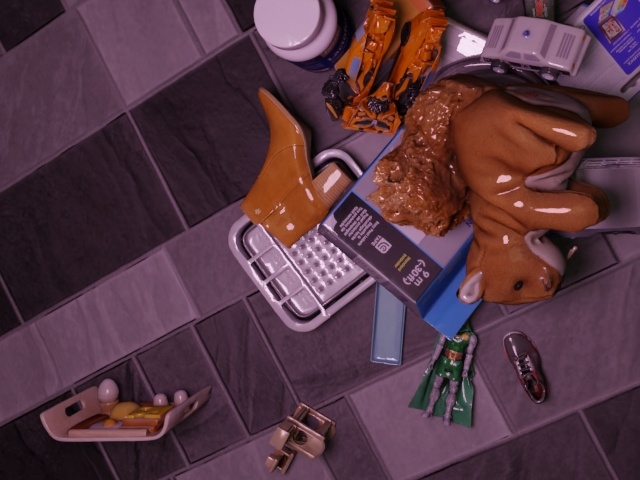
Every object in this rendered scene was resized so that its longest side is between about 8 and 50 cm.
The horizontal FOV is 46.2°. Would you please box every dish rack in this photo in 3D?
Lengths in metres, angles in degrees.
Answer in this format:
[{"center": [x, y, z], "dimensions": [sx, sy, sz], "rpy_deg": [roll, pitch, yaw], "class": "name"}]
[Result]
[{"center": [0.000, 0.000, 1.597], "dimensions": [0.333, 0.072, 0.285], "rpy_deg": [-38, 84, 14], "class": "dish rack"}]

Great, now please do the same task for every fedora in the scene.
[{"center": [0.314, -0.226, 1.439], "dimensions": [0.275, 0.124, 0.244], "rpy_deg": [12, 114, 17], "class": "fedora"}]

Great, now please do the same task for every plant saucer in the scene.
[{"center": [0.147, 0.168, 1.602], "dimensions": [0.067, 0.018, 0.192], "rpy_deg": [5, 95, 14], "class": "plant saucer"}]

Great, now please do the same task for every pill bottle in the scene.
[{"center": [-0.030, -0.419, 1.467], "dimensions": [0.153, 0.264, 0.153], "rpy_deg": [1, 96, 14], "class": "pill bottle"}]

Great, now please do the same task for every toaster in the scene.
[{"center": [0.529, -0.080, 1.411], "dimensions": [0.227, 0.129, 0.146], "rpy_deg": [-3, 92, -9], "class": "toaster"}]

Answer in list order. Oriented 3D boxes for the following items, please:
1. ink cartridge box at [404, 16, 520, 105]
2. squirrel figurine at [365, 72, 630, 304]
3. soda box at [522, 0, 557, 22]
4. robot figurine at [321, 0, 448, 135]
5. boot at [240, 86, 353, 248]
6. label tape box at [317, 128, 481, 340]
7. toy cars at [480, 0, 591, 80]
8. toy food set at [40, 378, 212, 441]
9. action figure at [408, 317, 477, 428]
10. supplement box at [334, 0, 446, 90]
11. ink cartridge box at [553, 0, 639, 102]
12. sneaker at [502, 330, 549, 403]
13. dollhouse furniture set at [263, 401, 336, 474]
[{"center": [0.285, -0.310, 1.518], "dimensions": [0.181, 0.056, 0.225], "rpy_deg": [29, 120, 10], "class": "ink cartridge box"}, {"center": [0.294, -0.081, 1.309], "dimensions": [0.397, 0.281, 0.370], "rpy_deg": [17, 117, 20], "class": "squirrel figurine"}, {"center": [0.426, -0.440, 1.457], "dimensions": [0.060, 0.053, 0.169], "rpy_deg": [-5, 93, 15], "class": "soda box"}, {"center": [0.122, -0.316, 1.442], "dimensions": [0.211, 0.085, 0.291], "rpy_deg": [5, 136, -16], "class": "robot figurine"}, {"center": [-0.095, -0.147, 1.527], "dimensions": [0.211, 0.104, 0.295], "rpy_deg": [-42, 77, 12], "class": "boot"}, {"center": [0.205, -0.008, 1.464], "dimensions": [0.347, 0.115, 0.249], "rpy_deg": [40, 81, 2], "class": "label tape box"}, {"center": [0.335, -0.438, 1.383], "dimensions": [0.176, 0.087, 0.394], "rpy_deg": [-33, 61, 16], "class": "toy cars"}, {"center": [-0.422, 0.363, 1.661], "dimensions": [0.306, 0.220, 0.092], "rpy_deg": [-5, 94, 15], "class": "toy food set"}, {"center": [0.270, 0.262, 1.559], "dimensions": [0.137, 0.063, 0.232], "rpy_deg": [14, 95, 16], "class": "action figure"}, {"center": [0.136, -0.402, 1.491], "dimensions": [0.233, 0.080, 0.078], "rpy_deg": [-44, 80, 30], "class": "supplement box"}, {"center": [0.541, -0.353, 1.421], "dimensions": [0.208, 0.045, 0.206], "rpy_deg": [39, 106, -23], "class": "ink cartridge box"}, {"center": [0.420, 0.257, 1.514], "dimensions": [0.061, 0.065, 0.158], "rpy_deg": [-28, 88, 15], "class": "sneaker"}, {"center": [-0.056, 0.459, 1.594], "dimensions": [0.101, 0.182, 0.161], "rpy_deg": [29, 101, 10], "class": "dollhouse furniture set"}]
